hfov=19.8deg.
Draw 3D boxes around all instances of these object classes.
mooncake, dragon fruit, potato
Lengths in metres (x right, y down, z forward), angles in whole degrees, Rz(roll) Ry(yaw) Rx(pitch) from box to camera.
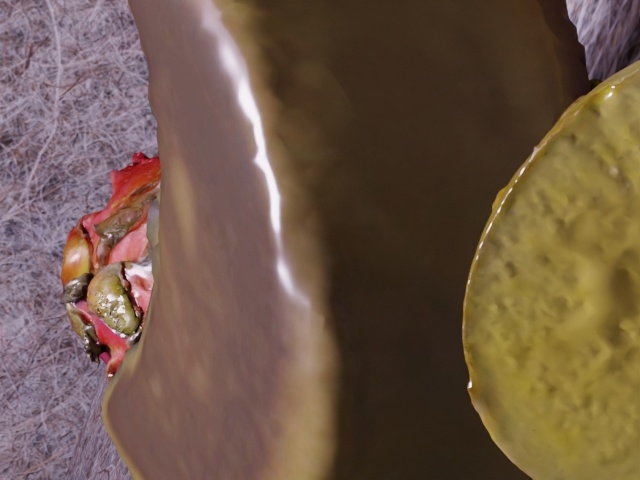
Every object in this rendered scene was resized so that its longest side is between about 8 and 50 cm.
[{"bbox_3d":[0.000,0.000,1.092,0.394,0.246,0.393,144,117,-65],"label":"mooncake"},{"bbox_3d":[-0.062,0.048,1.474,0.269,0.250,0.291,-50,30,0],"label":"dragon fruit"},{"bbox_3d":[0.155,-0.001,0.772,0.158,0.178,0.203,-72,-5,-72],"label":"potato"}]

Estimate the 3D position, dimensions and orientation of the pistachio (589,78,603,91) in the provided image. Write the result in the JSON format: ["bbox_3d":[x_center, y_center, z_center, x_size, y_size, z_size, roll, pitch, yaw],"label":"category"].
[{"bbox_3d":[0.146,-0.059,1.112,0.173,0.049,0.089,140,119,-64],"label":"pistachio"}]
